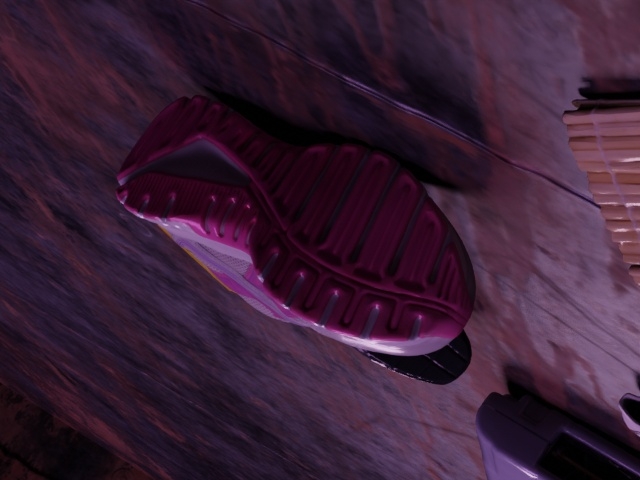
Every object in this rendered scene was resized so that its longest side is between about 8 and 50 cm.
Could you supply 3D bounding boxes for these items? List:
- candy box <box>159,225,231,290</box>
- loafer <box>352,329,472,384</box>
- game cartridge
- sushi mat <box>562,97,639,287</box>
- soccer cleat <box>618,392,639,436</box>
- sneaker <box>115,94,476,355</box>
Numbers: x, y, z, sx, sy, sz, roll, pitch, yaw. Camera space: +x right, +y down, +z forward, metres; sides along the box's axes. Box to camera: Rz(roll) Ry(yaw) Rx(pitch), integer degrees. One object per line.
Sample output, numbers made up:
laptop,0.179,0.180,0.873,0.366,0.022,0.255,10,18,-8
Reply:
candy box,-0.021,0.032,1.340,0.206,0.027,0.105,21,165,43
loafer,0.025,0.030,1.184,0.170,0.062,0.061,38,-172,0
game cartridge,0.242,0.223,1.290,0.294,0.060,0.196,30,165,23
sushi mat,0.210,0.013,0.662,0.151,0.019,0.316,60,158,-17
soccer cleat,0.210,0.114,1.081,0.083,0.029,0.035,29,170,38
sneaker,0.000,0.000,1.056,0.252,0.103,0.111,31,172,42
